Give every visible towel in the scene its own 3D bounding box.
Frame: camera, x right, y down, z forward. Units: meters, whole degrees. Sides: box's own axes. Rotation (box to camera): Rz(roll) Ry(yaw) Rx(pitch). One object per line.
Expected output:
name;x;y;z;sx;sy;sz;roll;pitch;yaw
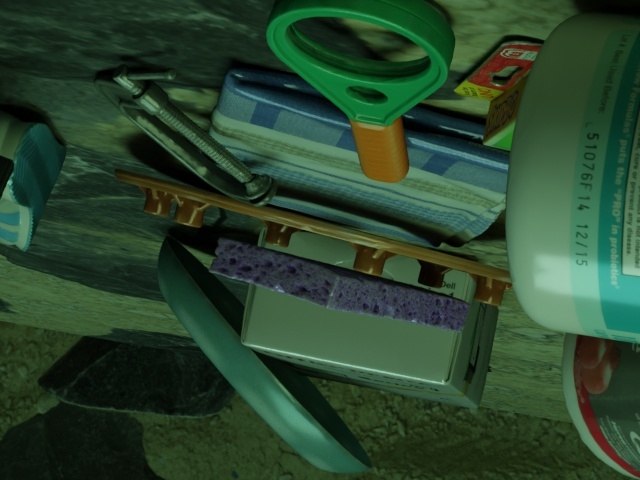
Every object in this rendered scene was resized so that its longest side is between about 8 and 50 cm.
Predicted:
towel;0.026;-0.052;1.131;0.209;0.034;0.285;14;169;-4

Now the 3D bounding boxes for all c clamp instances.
c clamp;-0.084;-0.064;1.090;0.137;0.022;0.160;16;160;51

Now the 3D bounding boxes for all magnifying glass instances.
magnifying glass;0.027;-0.079;0.896;0.092;0.026;0.231;10;162;9

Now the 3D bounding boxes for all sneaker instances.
sneaker;-0.258;-0.056;1.339;0.092;0.087;0.229;18;164;1

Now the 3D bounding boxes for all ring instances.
ring;0.000;0.000;1.328;0.336;0.032;0.336;14;-179;0

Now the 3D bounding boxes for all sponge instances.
sponge;0.019;0.037;1.344;0.117;0.031;0.210;15;180;34

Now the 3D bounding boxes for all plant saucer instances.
plant saucer;-0.067;0.126;1.748;0.317;0.043;0.317;49;-179;-1

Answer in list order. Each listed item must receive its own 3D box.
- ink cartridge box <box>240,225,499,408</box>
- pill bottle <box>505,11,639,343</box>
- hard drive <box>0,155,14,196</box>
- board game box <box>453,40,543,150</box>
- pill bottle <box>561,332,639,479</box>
ink cartridge box;0.055;0.080;1.651;0.201;0.117;0.278;10;172;12
pill bottle;0.222;-0.016;0.724;0.264;0.146;0.146;8;171;23
hard drive;-0.386;-0.073;1.167;0.339;0.064;0.237;25;164;-11
board game box;0.204;-0.052;0.903;0.259;0.039;0.124;15;170;-7
pill bottle;0.319;0.090;1.177;0.176;0.176;0.318;15;170;-22
